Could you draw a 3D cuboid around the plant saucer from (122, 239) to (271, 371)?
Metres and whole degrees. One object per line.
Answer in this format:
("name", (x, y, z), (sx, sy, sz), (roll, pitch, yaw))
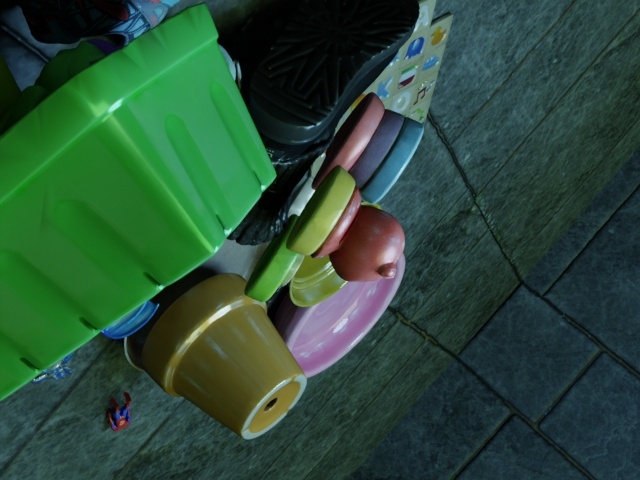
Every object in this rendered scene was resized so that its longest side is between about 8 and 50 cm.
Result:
("plant saucer", (-0.181, 0.068, 1.326), (0.310, 0.050, 0.311), (-37, 153, -23))

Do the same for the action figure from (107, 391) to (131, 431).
("action figure", (-0.327, 0.283, 1.423), (0.038, 0.030, 0.115), (-26, 153, -30))

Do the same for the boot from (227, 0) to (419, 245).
("boot", (-0.017, -0.175, 1.134), (0.348, 0.131, 0.260), (-50, 171, -35))

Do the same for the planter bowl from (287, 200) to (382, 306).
("planter bowl", (0.000, 0.000, 1.472), (0.217, 0.090, 0.217), (-37, 152, -24))

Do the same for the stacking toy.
("stacking toy", (0.034, -0.029, 1.194), (0.279, 0.130, 0.309), (-50, -169, 45))

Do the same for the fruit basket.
("fruit basket", (-0.277, -0.085, 0.731), (0.392, 0.392, 0.283), (-63, 178, 30))

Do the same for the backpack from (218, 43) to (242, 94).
("backpack", (-0.161, -0.138, 0.949), (0.115, 0.151, 0.182), (-21, 133, -67))

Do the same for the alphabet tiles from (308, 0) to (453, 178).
("alphabet tiles", (0.094, -0.223, 1.402), (0.285, 0.011, 0.343), (-33, 151, -30))

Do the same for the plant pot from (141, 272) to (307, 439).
("plant pot", (-0.128, 0.185, 1.299), (0.205, 0.188, 0.205), (-38, 153, -23))

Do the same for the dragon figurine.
("dragon figurine", (-0.269, 0.070, 1.134), (0.289, 0.085, 0.144), (-34, 154, -19))

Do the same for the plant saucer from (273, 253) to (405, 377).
("plant saucer", (0.025, 0.124, 1.706), (0.332, 0.084, 0.332), (-38, 154, -23))

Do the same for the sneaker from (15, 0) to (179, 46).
("sneaker", (-0.224, -0.225, 0.764), (0.125, 0.104, 0.262), (-52, 154, 15))
